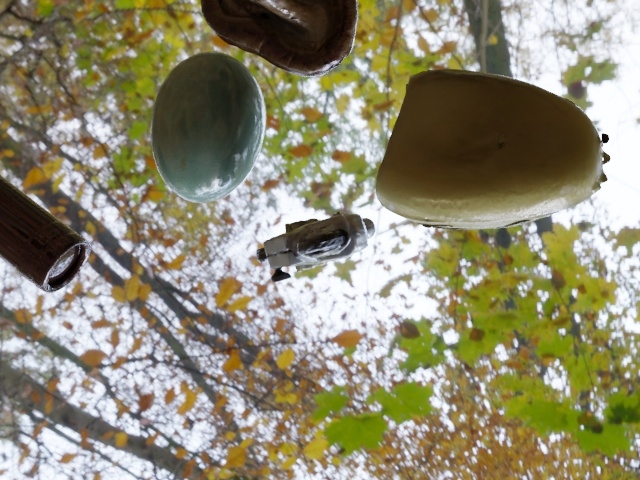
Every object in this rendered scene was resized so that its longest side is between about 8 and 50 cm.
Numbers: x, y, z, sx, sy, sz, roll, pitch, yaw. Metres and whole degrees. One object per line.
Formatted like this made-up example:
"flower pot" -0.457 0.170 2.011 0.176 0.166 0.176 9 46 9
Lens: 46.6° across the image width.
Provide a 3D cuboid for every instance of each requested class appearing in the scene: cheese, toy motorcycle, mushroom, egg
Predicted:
"cheese" 0.244 -0.124 1.051 0.315 0.128 0.260 13 -109 17
"toy motorcycle" 0.000 0.000 1.019 0.151 0.228 0.074 -17 -89 -23
"mushroom" -0.080 -0.301 0.865 0.227 0.217 0.148 23 -88 23
"egg" -0.167 -0.168 1.104 0.168 0.168 0.231 2 -105 23

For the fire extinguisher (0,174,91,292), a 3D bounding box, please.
"fire extinguisher" -0.527 -0.045 1.172 0.344 0.138 0.102 35 -132 10
